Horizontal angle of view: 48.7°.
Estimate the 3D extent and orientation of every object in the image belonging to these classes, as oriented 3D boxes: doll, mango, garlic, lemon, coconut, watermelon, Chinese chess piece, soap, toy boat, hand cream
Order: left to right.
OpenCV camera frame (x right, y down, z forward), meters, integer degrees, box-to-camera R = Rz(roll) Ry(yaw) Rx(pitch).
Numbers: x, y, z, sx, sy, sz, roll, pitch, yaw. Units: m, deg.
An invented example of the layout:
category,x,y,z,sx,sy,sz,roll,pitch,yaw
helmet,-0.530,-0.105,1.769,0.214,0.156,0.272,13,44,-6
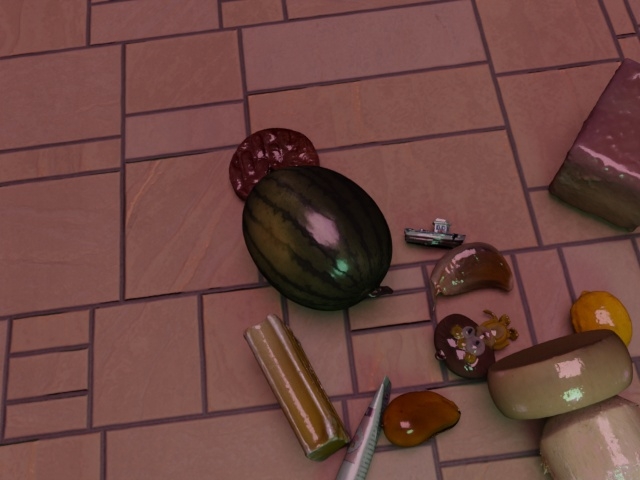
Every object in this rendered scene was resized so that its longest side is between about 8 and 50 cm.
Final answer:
category,x,y,z,sx,sy,sz,roll,pitch,yaw
soap,-0.045,0.295,1.408,0.089,0.173,0.274,-31,66,-2
watermelon,0.000,0.000,1.481,0.279,0.279,0.359,-38,68,-13
hand cream,0.079,0.429,1.391,0.058,0.085,0.331,18,70,25
mango,0.195,0.356,1.416,0.159,0.084,0.105,-6,49,-24
toy boat,0.258,-0.017,1.594,0.140,0.059,0.066,7,83,4
garlic,0.312,0.076,1.538,0.198,0.090,0.129,-17,77,-9
doll,0.318,0.203,1.475,0.145,0.096,0.188,41,63,12
Chinese chess piece,0.453,0.253,1.345,0.273,0.273,0.102,-19,84,-5
lemon,0.581,0.173,1.458,0.114,0.114,0.155,-21,67,-6
coconut,0.528,0.408,1.299,0.224,0.224,0.234,-11,64,-2

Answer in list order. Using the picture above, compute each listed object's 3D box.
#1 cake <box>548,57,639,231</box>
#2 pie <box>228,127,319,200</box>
category,x,y,z,sx,sy,sz,roll,pitch,yaw
cake,0.677,-0.202,1.560,0.230,0.237,0.309,31,72,17
pie,-0.110,-0.178,1.698,0.218,0.054,0.204,-1,65,5
